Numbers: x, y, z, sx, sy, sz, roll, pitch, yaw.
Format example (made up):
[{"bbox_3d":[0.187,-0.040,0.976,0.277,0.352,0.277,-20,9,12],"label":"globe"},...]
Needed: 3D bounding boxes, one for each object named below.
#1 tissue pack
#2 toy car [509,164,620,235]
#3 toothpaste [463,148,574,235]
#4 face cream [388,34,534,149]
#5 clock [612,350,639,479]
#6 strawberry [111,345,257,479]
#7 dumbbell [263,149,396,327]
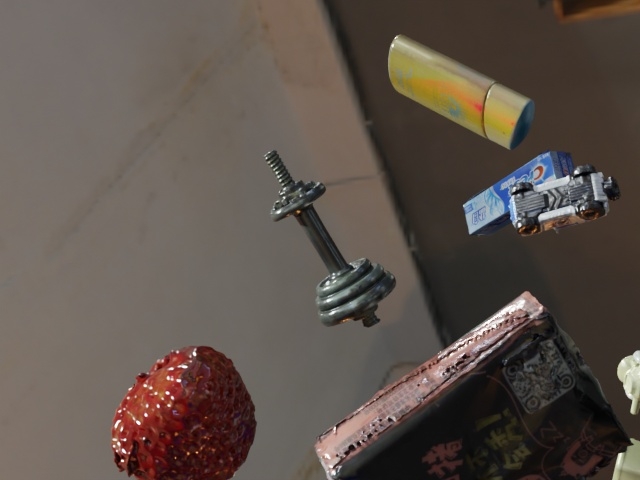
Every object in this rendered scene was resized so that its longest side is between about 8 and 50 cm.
[{"bbox_3d":[0.180,0.241,1.386,0.245,0.332,0.123,56,176,-22],"label":"tissue pack"},{"bbox_3d":[0.383,-0.060,1.812,0.070,0.171,0.080,39,-139,-55],"label":"toy car"},{"bbox_3d":[0.354,-0.083,2.079,0.053,0.272,0.066,2,-110,-28],"label":"toothpaste"},{"bbox_3d":[0.246,-0.252,2.005,0.067,0.285,0.139,-47,-30,-20],"label":"face cream"},{"bbox_3d":[0.591,0.282,1.789,0.379,0.277,0.120,-56,-26,-56],"label":"clock"},{"bbox_3d":[-0.179,0.228,1.553,0.244,0.205,0.205,110,176,-58],"label":"strawberry"},{"bbox_3d":[0.000,0.000,1.443,0.254,0.110,0.110,58,-146,-9],"label":"dumbbell"}]
